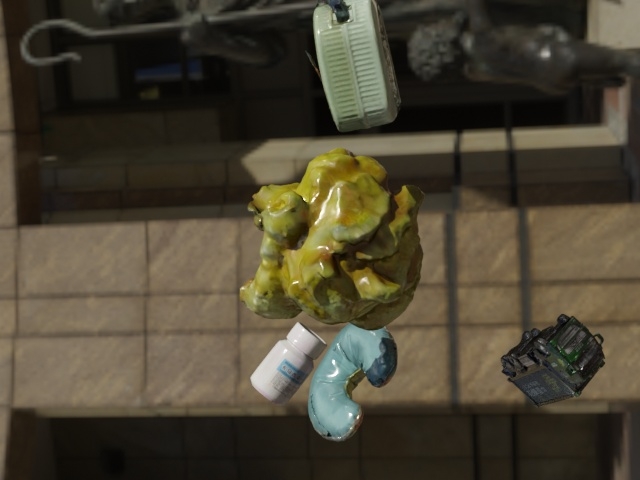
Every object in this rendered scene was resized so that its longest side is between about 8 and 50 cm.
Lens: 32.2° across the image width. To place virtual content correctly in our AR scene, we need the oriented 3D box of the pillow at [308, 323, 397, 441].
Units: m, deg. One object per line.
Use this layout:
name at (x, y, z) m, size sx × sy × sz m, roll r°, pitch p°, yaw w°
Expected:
pillow at (0.055, 0.252, 2.007) m, size 0.233 × 0.086 × 0.214 m, roll -57°, pitch 22°, yaw 9°

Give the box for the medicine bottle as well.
medicine bottle at (-0.036, 0.141, 1.270) m, size 0.089 × 0.052 × 0.052 m, roll -52°, pitch -12°, yaw 0°

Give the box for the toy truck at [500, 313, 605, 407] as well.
toy truck at (0.405, 0.210, 1.930) m, size 0.088 × 0.121 × 0.259 m, roll -45°, pitch -3°, yaw -18°

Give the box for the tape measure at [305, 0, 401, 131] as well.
tape measure at (0.046, -0.264, 1.623) m, size 0.235 × 0.115 × 0.207 m, roll -61°, pitch -43°, yaw -77°

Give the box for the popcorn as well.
popcorn at (0.049, 0.016, 1.765) m, size 0.321 × 0.290 × 0.326 m, roll -38°, pitch -69°, yaw -28°
